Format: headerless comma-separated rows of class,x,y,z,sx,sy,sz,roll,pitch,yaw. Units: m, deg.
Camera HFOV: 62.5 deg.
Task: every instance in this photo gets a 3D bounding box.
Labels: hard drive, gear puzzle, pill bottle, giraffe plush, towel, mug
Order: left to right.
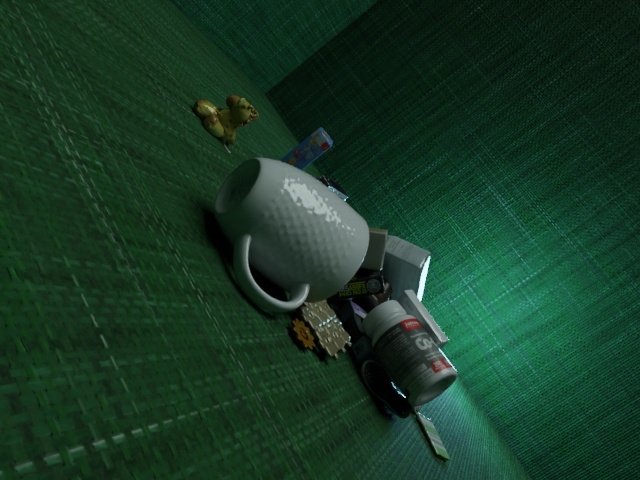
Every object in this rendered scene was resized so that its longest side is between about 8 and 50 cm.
giraffe plush,-0.324,-0.451,1.897,0.210,0.170,0.181,52,10,-8
mug,-0.094,-0.003,1.278,0.328,0.276,0.374,38,47,-32
hard drive,-0.030,-0.131,1.970,0.064,0.237,0.339,55,9,11
gear puzzle,-0.009,0.239,1.392,0.175,0.044,0.339,57,13,8
pill bottle,0.252,0.322,1.544,0.283,0.161,0.161,54,9,33
towel,0.373,0.660,1.767,0.113,0.023,0.152,41,18,-43

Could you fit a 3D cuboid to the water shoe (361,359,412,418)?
water shoe,0.182,0.439,1.549,0.203,0.073,0.080,52,-18,0

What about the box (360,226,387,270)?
box,0.055,0.007,1.701,0.148,0.311,0.121,-41,139,-81

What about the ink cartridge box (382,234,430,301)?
ink cartridge box,0.210,0.081,1.982,0.385,0.091,0.308,28,-31,23

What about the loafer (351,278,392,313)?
loafer,0.209,0.226,1.960,0.134,0.130,0.366,51,-10,9

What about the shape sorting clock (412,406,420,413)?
shape sorting clock,0.333,0.494,1.832,0.206,0.040,0.206,1,90,-71

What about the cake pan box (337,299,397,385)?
cake pan box,0.182,0.343,1.742,0.267,0.070,0.246,37,16,-31

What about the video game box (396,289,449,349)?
video game box,0.285,0.293,1.666,0.048,0.187,0.205,-1,46,-40

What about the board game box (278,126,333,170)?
board game box,-0.093,-0.338,2.183,0.086,0.308,0.302,51,9,-9

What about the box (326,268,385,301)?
box,0.101,0.129,1.750,0.270,0.216,0.060,-59,140,-79
